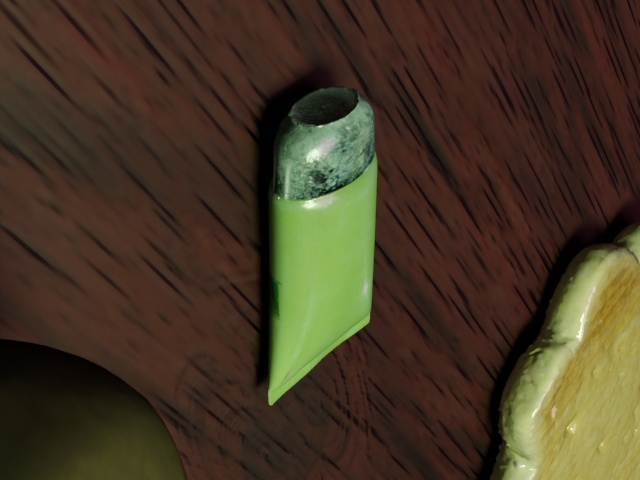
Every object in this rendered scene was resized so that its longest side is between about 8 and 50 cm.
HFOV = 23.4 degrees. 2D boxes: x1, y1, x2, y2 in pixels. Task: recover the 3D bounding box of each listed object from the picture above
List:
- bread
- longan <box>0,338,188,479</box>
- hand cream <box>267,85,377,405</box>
[{"bbox_3d":[0.217,0.133,1.237,0.316,0.054,0.316,-34,134,-44],"label":"bread"},{"bbox_3d":[-0.149,0.132,0.560,0.220,0.196,0.197,-39,138,-49],"label":"longan"},{"bbox_3d":[0.000,0.000,0.843,0.095,0.046,0.175,-39,144,-40],"label":"hand cream"}]
